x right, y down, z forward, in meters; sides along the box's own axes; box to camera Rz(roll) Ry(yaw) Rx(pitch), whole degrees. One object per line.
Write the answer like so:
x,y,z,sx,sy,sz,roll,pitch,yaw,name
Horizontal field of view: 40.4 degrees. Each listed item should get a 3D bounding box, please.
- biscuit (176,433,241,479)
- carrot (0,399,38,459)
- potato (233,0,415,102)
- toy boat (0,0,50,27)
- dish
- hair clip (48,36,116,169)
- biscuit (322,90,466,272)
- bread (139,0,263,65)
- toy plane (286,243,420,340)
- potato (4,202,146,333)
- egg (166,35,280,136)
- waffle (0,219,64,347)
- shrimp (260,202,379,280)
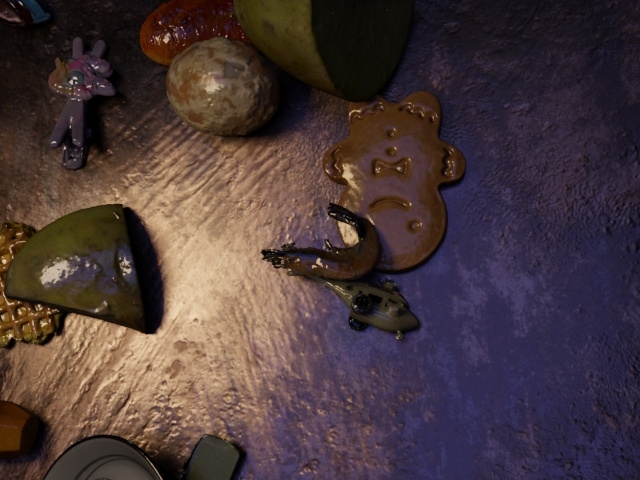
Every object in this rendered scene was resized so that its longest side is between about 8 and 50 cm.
-0.247,0.515,1.615,0.099,0.038,0.322,23,84,12,biscuit
-0.698,0.350,1.679,0.302,0.114,0.114,7,81,11,carrot
-0.031,-0.399,1.658,0.280,0.330,0.213,24,117,33,potato
-0.667,-0.524,1.842,0.223,0.100,0.097,34,51,7,toy boat
-0.374,0.515,1.585,0.316,0.106,0.316,-7,73,24,dish
-0.485,-0.288,1.767,0.137,0.090,0.278,5,81,1,hair clip
0.136,-0.116,1.659,0.275,0.052,0.355,4,80,10,biscuit
-0.232,-0.429,1.750,0.269,0.095,0.139,-8,86,3,bread
0.056,0.094,1.622,0.286,0.092,0.108,21,63,11,toy plane
-0.480,0.068,1.659,0.255,0.112,0.269,-12,76,-11,potato
-0.189,-0.295,1.671,0.233,0.195,0.195,20,84,28,egg
-0.611,0.092,1.743,0.238,0.059,0.243,23,86,8,waffle
0.000,0.000,1.601,0.219,0.046,0.152,2,63,5,shrimp
